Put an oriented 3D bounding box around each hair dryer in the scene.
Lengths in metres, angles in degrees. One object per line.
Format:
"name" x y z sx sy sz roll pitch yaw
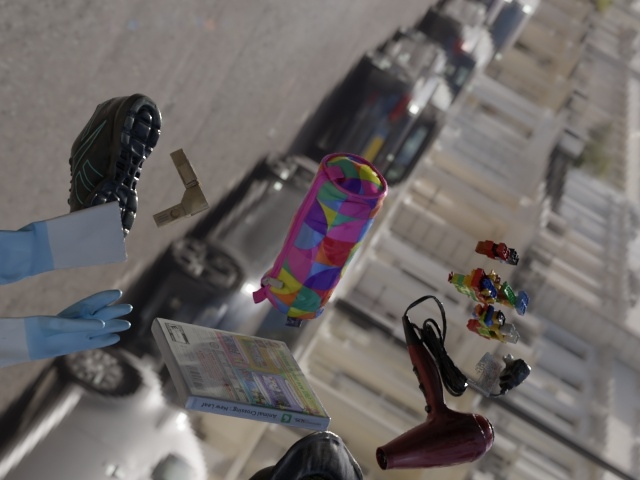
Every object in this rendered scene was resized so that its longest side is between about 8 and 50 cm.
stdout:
"hair dryer" 0.175 0.248 2.066 0.293 0.223 0.080 -55 177 -34

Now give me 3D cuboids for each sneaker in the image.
"sneaker" -0.319 -0.089 1.956 0.101 0.106 0.267 34 73 -50

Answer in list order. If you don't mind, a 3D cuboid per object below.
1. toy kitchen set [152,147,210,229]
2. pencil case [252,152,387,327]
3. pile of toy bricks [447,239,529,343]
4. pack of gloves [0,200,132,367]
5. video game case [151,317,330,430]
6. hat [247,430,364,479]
"toy kitchen set" -0.194 -0.069 1.738 0.075 0.083 0.068 -25 176 -3
"pencil case" 0.000 0.000 1.735 0.236 0.104 0.104 -62 177 31
"pile of toy bricks" 0.253 0.075 2.115 0.118 0.105 0.212 -68 150 -20
"pack of gloves" -0.344 0.069 1.641 0.046 0.232 0.195 -132 -146 -58
"video game case" -0.106 0.171 1.718 0.023 0.193 0.212 -70 -155 17
"hat" -0.065 0.447 2.055 0.331 0.134 0.331 -16 109 -56
